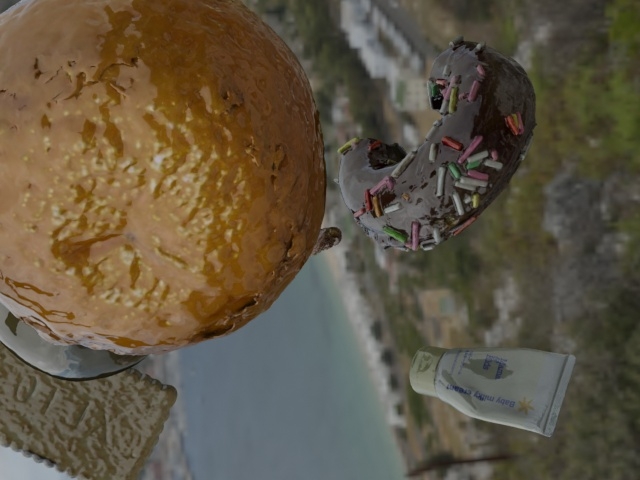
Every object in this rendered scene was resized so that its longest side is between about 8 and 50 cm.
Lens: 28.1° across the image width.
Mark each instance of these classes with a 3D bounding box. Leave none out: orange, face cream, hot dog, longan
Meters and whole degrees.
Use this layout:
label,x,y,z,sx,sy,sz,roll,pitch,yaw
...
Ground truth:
label,x,y,z,sx,sy,sz,roll,pitch,yaw
orange,-0.161,-0.075,1.115,0.293,0.341,0.340,-95,8,-59
face cream,0.231,0.190,1.731,0.224,0.070,0.114,7,69,40
hot dog,0.000,0.000,2.015,0.083,0.058,0.035,-12,102,56
longan,-0.330,0.035,1.851,0.361,0.361,0.360,176,90,-78

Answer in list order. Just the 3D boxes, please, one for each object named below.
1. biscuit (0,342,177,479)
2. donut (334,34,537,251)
label,x,y,z,sx,sy,sz,roll,pitch,yaw
biscuit,-0.415,0.268,2.080,0.217,0.325,0.044,-64,9,-2
donut,0.165,-0.125,1.867,0.345,0.136,0.259,-44,28,19
